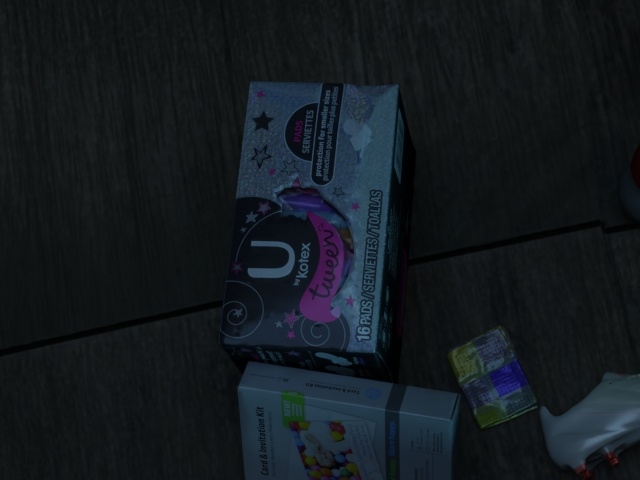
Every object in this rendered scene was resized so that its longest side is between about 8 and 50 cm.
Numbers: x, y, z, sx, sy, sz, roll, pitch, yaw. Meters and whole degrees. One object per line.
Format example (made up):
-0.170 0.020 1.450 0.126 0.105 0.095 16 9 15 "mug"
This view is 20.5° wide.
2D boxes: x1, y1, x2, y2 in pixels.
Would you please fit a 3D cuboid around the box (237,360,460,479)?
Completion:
0.025 0.179 1.517 0.186 0.145 0.038 9 40 13 "box"

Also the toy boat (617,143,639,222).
0.407 0.000 1.521 0.318 0.148 0.267 30 74 12 "toy boat"

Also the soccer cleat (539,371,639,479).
0.283 0.137 1.527 0.196 0.068 0.076 -25 66 4 "soccer cleat"

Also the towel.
0.153 0.123 1.583 0.060 0.009 0.083 -22 68 1 "towel"

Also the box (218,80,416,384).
0.000 0.000 1.571 0.142 0.163 0.247 2 71 10 "box"
